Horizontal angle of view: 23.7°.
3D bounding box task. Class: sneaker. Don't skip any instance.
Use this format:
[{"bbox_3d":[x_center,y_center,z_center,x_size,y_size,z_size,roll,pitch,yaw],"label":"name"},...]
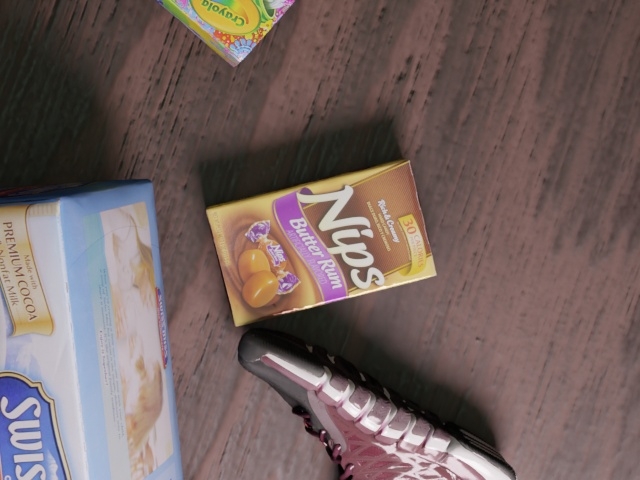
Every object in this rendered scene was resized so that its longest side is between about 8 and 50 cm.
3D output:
[{"bbox_3d":[0.023,0.205,1.350,0.281,0.106,0.162,30,95,-7],"label":"sneaker"}]

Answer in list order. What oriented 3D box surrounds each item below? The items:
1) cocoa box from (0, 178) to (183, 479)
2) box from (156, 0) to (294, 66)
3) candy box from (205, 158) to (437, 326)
[{"bbox_3d":[-0.254,0.132,1.236,0.228,0.231,0.347,-4,95,12],"label":"cocoa box"},{"bbox_3d":[-0.089,-0.342,1.258,0.290,0.177,0.279,41,90,-7],"label":"box"},{"bbox_3d":[0.000,0.000,1.356,0.186,0.053,0.109,-15,95,-4],"label":"candy box"}]
